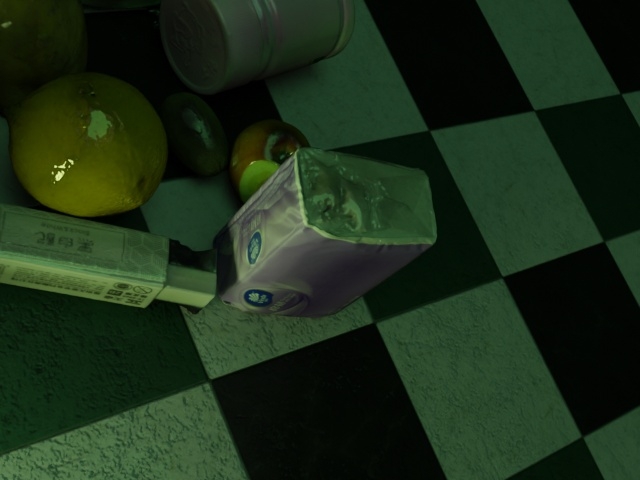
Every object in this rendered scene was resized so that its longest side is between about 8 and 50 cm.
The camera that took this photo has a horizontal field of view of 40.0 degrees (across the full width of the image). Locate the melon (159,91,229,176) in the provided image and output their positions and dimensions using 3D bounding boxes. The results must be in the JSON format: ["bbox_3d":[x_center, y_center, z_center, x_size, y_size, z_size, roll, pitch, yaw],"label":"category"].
[{"bbox_3d":[-0.220,-0.184,1.536,0.099,0.099,0.162,-27,83,-38],"label":"melon"}]

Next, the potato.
[{"bbox_3d":[-0.457,-0.341,1.375,0.229,0.266,0.229,12,61,-22],"label":"potato"}]

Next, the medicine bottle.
[{"bbox_3d":[-0.113,-0.410,1.647,0.325,0.212,0.212,-28,82,-38],"label":"medicine bottle"}]

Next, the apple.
[{"bbox_3d":[-0.088,-0.132,1.556,0.146,0.147,0.163,17,60,-22],"label":"apple"}]

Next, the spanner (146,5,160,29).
[{"bbox_3d":[-0.242,-0.472,1.724,0.054,0.015,0.254,50,51,1],"label":"spanner"}]

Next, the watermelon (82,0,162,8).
[{"bbox_3d":[-0.372,-0.586,1.566,0.283,0.292,0.250,-33,63,-26],"label":"watermelon"}]

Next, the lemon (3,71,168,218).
[{"bbox_3d":[-0.350,-0.145,1.357,0.228,0.228,0.253,63,23,11],"label":"lemon"}]

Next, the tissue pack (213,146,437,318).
[{"bbox_3d":[0.000,0.000,1.419,0.242,0.338,0.160,6,64,-28],"label":"tissue pack"}]

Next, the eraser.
[{"bbox_3d":[-0.362,0.027,1.338,0.404,0.098,0.096,12,60,-26],"label":"eraser"}]
